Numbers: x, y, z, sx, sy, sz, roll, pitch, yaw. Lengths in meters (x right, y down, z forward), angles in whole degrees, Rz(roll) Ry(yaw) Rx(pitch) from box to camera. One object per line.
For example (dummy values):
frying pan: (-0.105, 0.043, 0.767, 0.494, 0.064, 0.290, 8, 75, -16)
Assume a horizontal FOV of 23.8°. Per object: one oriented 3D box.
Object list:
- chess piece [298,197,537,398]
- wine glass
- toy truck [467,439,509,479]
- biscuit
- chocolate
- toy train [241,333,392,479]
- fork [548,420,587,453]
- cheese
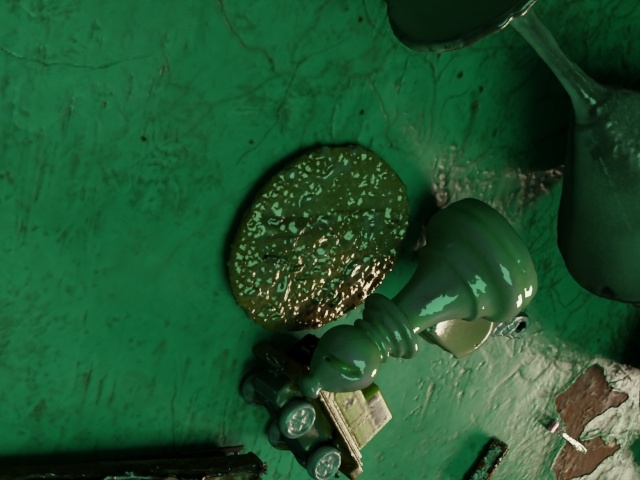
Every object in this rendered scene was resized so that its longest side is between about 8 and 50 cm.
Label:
chess piece: (0.087, 0.079, 1.573, 0.271, 0.139, 0.139, -35, 133, -21)
wine glass: (0.257, -0.151, 1.495, 0.267, 0.267, 0.406, -46, 129, 1)
toy truck: (0.206, 0.287, 1.896, 0.083, 0.024, 0.032, -59, 161, 9)
biscuit: (-0.001, -0.001, 1.566, 0.220, 0.033, 0.220, -17, 126, -25)
chocolate: (-0.212, 0.257, 1.579, 0.329, 0.065, 0.102, 0, 133, -32)
toy train: (-0.001, 0.175, 1.648, 0.127, 0.089, 0.219, -42, 133, -17)
fork: (0.318, 0.254, 1.958, 0.016, 0.012, 0.115, -46, 138, 6)
cheese: (0.170, 0.095, 1.730, 0.171, 0.047, 0.092, 32, 99, -43)
